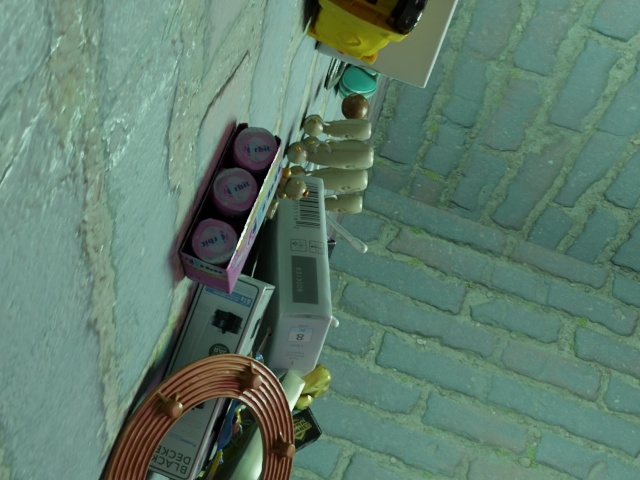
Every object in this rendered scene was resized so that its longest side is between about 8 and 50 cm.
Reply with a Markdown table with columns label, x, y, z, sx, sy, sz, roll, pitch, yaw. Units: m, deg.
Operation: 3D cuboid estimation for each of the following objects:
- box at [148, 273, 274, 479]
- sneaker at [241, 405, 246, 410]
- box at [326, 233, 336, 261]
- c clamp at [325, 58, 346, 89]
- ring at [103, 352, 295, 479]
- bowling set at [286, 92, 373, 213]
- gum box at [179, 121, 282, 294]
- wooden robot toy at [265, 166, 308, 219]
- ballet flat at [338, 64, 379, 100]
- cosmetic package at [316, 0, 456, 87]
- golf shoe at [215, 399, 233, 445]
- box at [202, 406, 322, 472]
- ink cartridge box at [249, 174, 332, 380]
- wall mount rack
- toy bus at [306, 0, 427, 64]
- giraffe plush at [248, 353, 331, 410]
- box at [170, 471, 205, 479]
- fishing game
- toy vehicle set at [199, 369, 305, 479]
| label | x | y | z | sx | sy | sz | roll | pitch | yaw |
| --- | --- | --- | --- | --- | --- | --- | --- | --- | --- |
| box | -0.161 | 0.185 | 1.321 | 0.169 | 0.087 | 0.290 | 39 | 71 | -87 |
| sneaker | -0.202 | 0.507 | 2.467 | 0.163 | 0.086 | 0.226 | -54 | 163 | -67 |
| box | -0.042 | 0.011 | 1.752 | 0.029 | 0.162 | 0.116 | -3 | 123 | -38 |
| c clamp | 0.043 | -0.363 | 1.834 | 0.161 | 0.022 | 0.137 | -55 | 164 | -74 |
| ring | -0.143 | 0.315 | 1.212 | 0.336 | 0.032 | 0.337 | -13 | 107 | -48 |
| bowling set | 0.013 | -0.179 | 1.751 | 0.287 | 0.154 | 0.200 | 98 | -6 | -66 |
| gum box | -0.103 | -0.041 | 1.129 | 0.107 | 0.062 | 0.188 | 100 | 11 | -71 |
| wooden robot toy | -0.060 | -0.075 | 1.453 | 0.173 | 0.079 | 0.076 | 104 | 7 | -55 |
| ballet flat | 0.086 | -0.355 | 2.091 | 0.087 | 0.083 | 0.247 | -55 | -176 | 37 |
| cosmetic package | 0.148 | -0.457 | 1.529 | 0.155 | 0.197 | 0.366 | -60 | 172 | -73 |
| golf shoe | -0.183 | 0.328 | 1.803 | 0.067 | 0.086 | 0.186 | -61 | 169 | -52 |
| box | -0.142 | 0.464 | 1.979 | 0.295 | 0.073 | 0.293 | -27 | 169 | -9 |
| ink cartridge box | -0.063 | 0.125 | 1.633 | 0.385 | 0.091 | 0.308 | 105 | -14 | -47 |
| wall mount rack | 0.000 | 0.000 | 1.985 | 0.304 | 0.130 | 0.350 | -92 | -164 | -54 |
| toy bus | 0.068 | -0.372 | 1.358 | 0.211 | 0.149 | 0.220 | 139 | -28 | -69 |
| giraffe plush | -0.102 | 0.261 | 1.880 | 0.210 | 0.170 | 0.181 | -7 | 149 | -44 |
| box | -0.172 | 0.496 | 1.713 | 0.058 | 0.232 | 0.087 | 76 | 34 | -83 |
| fishing game | -0.116 | 0.255 | 1.379 | 0.264 | 0.041 | 0.189 | -70 | -177 | -55 |
| toy vehicle set | -0.126 | 0.335 | 1.441 | 0.166 | 0.035 | 0.267 | -44 | -171 | 37 |
